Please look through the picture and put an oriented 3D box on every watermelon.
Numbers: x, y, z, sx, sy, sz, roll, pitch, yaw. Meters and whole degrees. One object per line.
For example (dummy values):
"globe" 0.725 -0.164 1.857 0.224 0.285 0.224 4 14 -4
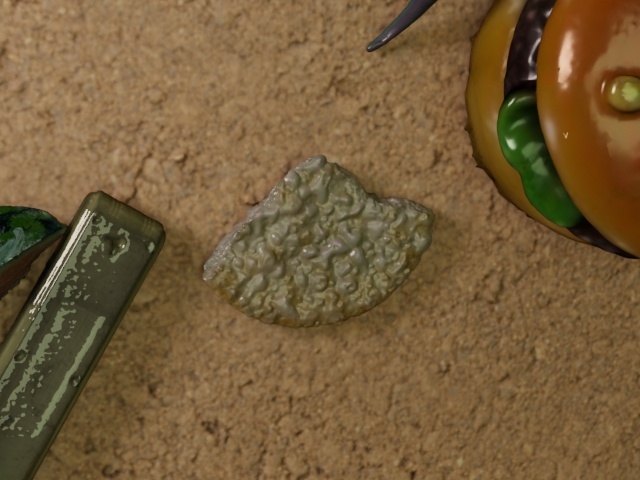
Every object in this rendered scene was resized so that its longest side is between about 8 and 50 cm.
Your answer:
"watermelon" -0.324 0.012 0.915 0.155 0.080 0.101 -32 70 13

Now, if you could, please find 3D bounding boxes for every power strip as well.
"power strip" -0.285 0.135 0.952 0.092 0.066 0.387 30 89 -21

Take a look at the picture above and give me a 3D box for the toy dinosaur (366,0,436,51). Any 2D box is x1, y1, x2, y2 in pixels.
"toy dinosaur" 0.173 -0.352 0.850 0.129 0.331 0.383 23 91 -16

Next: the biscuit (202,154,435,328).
"biscuit" 0.000 0.000 1.020 0.265 0.040 0.188 -11 103 -15

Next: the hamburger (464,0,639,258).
"hamburger" 0.357 -0.149 0.971 0.395 0.277 0.396 -3 100 -15
